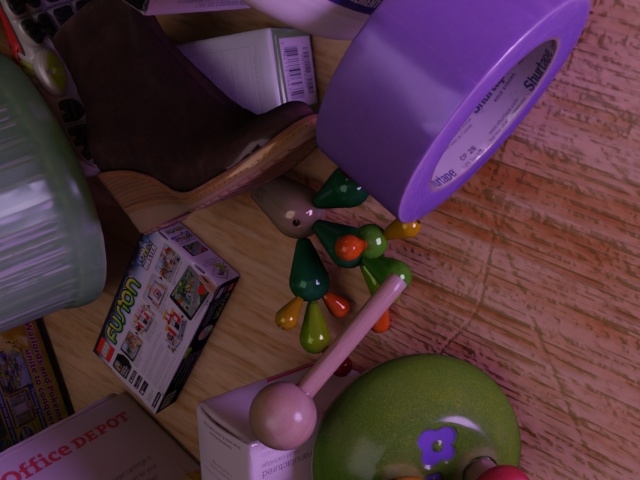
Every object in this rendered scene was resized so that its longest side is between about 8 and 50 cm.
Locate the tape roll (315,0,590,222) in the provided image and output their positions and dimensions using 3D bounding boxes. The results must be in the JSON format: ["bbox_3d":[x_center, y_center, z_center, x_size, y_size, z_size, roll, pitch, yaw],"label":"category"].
[{"bbox_3d":[0.090,-0.108,0.530,0.080,0.189,0.189,44,123,15],"label":"tape roll"}]

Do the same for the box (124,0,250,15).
[{"bbox_3d":[-0.182,-0.302,0.664,0.290,0.169,0.087,36,123,18],"label":"box"}]

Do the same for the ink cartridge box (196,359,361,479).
[{"bbox_3d":[-0.022,0.241,0.719,0.092,0.158,0.218,21,117,48],"label":"ink cartridge box"}]

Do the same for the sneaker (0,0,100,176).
[{"bbox_3d":[-0.298,-0.198,0.812,0.118,0.107,0.279,-10,98,40],"label":"sneaker"}]

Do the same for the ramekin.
[{"bbox_3d":[-0.373,-0.039,0.823,0.303,0.148,0.303,31,136,37],"label":"ramekin"}]

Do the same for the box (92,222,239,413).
[{"bbox_3d":[-0.176,0.083,0.857,0.114,0.036,0.207,41,122,17],"label":"box"}]

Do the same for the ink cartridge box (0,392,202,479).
[{"bbox_3d":[-0.211,0.342,0.843,0.306,0.226,0.131,37,120,20],"label":"ink cartridge box"}]

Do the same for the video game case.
[{"bbox_3d":[-0.410,0.248,0.930,0.035,0.248,0.275,-12,98,37],"label":"video game case"}]

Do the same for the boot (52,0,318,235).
[{"bbox_3d":[-0.125,-0.127,0.646,0.248,0.090,0.207,-20,95,40],"label":"boot"}]

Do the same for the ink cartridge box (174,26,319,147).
[{"bbox_3d":[-0.104,-0.132,0.727,0.209,0.062,0.109,0,105,34],"label":"ink cartridge box"}]

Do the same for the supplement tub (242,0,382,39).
[{"bbox_3d":[0.048,-0.316,0.461,0.241,0.241,0.331,52,125,10],"label":"supplement tub"}]

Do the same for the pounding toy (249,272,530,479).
[{"bbox_3d":[0.077,0.172,0.603,0.183,0.110,0.237,-41,108,-3],"label":"pounding toy"}]

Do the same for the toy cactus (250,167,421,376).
[{"bbox_3d":[0.000,0.000,0.687,0.180,0.112,0.219,37,130,30],"label":"toy cactus"}]
